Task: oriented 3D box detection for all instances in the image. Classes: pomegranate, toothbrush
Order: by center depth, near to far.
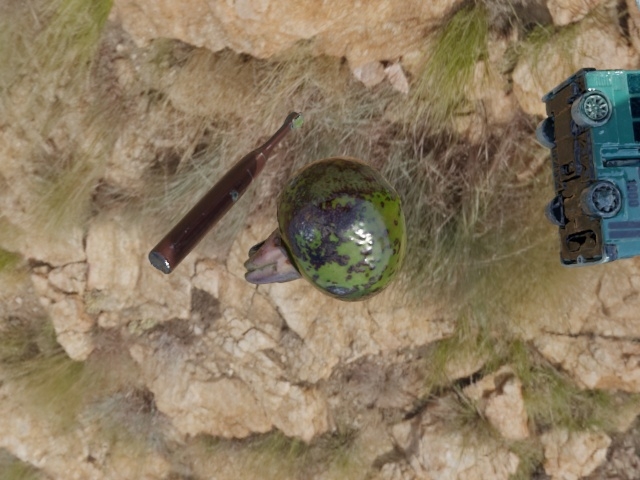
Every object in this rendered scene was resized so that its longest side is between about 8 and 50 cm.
[{"bbox_3d":[0.006,-0.009,0.546,0.163,0.126,0.138,-3,135,39],"label":"pomegranate"},{"bbox_3d":[-0.119,-0.084,0.831,0.040,0.364,0.041,21,140,19],"label":"toothbrush"}]

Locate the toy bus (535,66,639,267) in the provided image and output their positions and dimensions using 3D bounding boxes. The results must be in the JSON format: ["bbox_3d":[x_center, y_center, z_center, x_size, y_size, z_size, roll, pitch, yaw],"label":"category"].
[{"bbox_3d":[0.398,-0.096,0.797,0.146,0.128,0.256,-4,85,-5],"label":"toy bus"}]

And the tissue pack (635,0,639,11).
[{"bbox_3d":[0.556,-0.293,0.499,0.404,0.331,0.206,-9,101,62],"label":"tissue pack"}]
